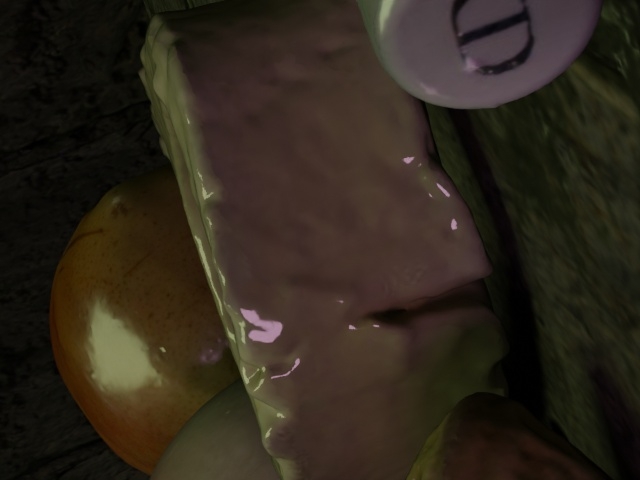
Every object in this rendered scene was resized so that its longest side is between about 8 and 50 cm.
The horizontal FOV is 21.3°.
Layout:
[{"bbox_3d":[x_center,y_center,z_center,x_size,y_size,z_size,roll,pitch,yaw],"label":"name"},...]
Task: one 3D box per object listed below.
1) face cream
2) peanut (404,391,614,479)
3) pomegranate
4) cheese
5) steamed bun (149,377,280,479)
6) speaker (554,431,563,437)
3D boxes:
[{"bbox_3d":[0.025,-0.177,0.661,0.143,0.089,0.314,74,179,-47],"label":"face cream"},{"bbox_3d":[0.125,0.231,0.850,0.140,0.153,0.325,-20,96,45],"label":"peanut"},{"bbox_3d":[-0.084,0.079,1.518,0.319,0.319,0.319,158,90,-83],"label":"pomegranate"},{"bbox_3d":[0.003,0.001,1.034,0.332,0.153,0.292,78,172,-60],"label":"cheese"},{"bbox_3d":[-0.021,0.252,1.276,0.309,0.309,0.309,158,90,-83],"label":"steamed bun"},{"bbox_3d":[0.125,0.160,0.999,0.075,0.060,0.094,-131,20,-67],"label":"speaker"}]
